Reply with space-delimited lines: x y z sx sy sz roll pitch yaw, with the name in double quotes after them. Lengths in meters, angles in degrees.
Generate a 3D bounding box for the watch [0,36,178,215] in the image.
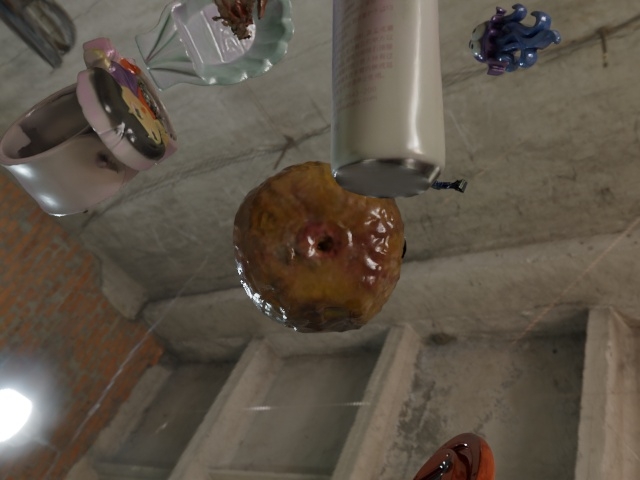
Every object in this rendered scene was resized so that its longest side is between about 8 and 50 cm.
-0.338 -0.147 0.861 0.231 0.196 0.244 -23 -141 4 "watch"

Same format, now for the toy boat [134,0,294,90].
-0.192 -0.378 1.145 0.290 0.200 0.100 -27 -170 -15 "toy boat"

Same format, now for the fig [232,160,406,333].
0.000 0.000 1.086 0.286 0.286 0.369 -34 -175 4 "fig"

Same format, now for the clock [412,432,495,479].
0.155 0.346 0.820 0.205 0.051 0.205 -55 179 -1 "clock"

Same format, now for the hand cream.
0.069 -0.229 0.672 0.185 0.118 0.359 -19 -112 61 "hand cream"

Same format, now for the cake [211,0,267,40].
-0.088 -0.341 0.612 0.098 0.135 0.288 -12 -105 29 "cake"

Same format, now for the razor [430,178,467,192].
0.143 -0.103 0.925 0.044 0.154 0.028 -51 165 -59 "razor"

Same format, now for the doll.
0.302 -0.321 0.982 0.206 0.067 0.110 23 -72 62 "doll"
